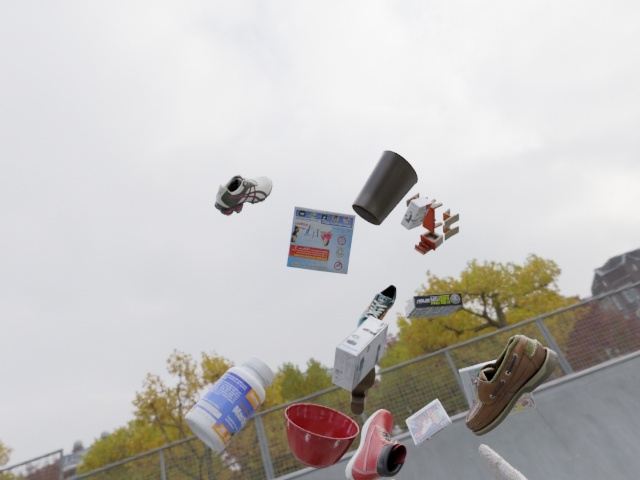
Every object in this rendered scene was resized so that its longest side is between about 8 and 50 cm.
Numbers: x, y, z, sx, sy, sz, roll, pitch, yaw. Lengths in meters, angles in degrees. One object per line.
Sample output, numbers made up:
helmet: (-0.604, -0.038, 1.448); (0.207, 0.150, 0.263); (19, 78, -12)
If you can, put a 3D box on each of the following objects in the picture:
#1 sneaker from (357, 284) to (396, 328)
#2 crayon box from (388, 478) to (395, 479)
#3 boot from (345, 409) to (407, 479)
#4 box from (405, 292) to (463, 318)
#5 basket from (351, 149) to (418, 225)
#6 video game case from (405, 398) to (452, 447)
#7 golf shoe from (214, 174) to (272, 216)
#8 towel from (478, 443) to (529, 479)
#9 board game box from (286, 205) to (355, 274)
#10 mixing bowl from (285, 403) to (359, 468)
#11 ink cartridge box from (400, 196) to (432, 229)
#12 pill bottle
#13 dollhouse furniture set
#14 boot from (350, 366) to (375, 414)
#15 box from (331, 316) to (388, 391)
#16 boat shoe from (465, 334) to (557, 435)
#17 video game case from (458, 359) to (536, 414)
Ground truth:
sneaker: (0.271, 0.321, 2.160); (0.302, 0.108, 0.121); (-46, -25, -40)
crayon box: (0.253, 0.915, 1.428); (0.081, 0.319, 0.202); (3, -73, -38)
boot: (0.184, 0.542, 1.226); (0.176, 0.088, 0.244); (-41, 3, 37)
box: (0.525, 0.309, 2.127); (0.217, 0.060, 0.270); (-4, -20, 1)
basket: (0.230, -0.179, 1.662); (0.226, 0.154, 0.204); (-54, -36, -10)
video game case: (0.478, 0.809, 2.020); (0.183, 0.023, 0.201); (-36, 8, 3)
golf shoe: (-0.275, -0.193, 1.695); (0.273, 0.105, 0.120); (-39, -30, -41)
towel: (0.589, 0.750, 1.364); (0.049, 0.187, 0.282); (-39, -66, -12)
board game box: (0.000, 0.000, 2.262); (0.309, 0.301, 0.086); (8, 0, -7)
mixing bowl: (-0.007, 0.475, 1.083); (0.182, 0.098, 0.181); (14, 0, 0)
ink cartridge box: (0.434, -0.122, 2.057); (0.099, 0.056, 0.135); (-19, -39, -39)
pill bottle: (-0.268, 0.492, 1.401); (0.272, 0.152, 0.152); (-45, -15, -35)
dollhouse furniture set: (0.524, -0.068, 2.200); (0.135, 0.262, 0.259); (-30, -48, -21)
boot: (0.189, 0.596, 2.009); (0.109, 0.220, 0.283); (4, -71, 8)
box: (0.160, 0.434, 1.770); (0.290, 0.087, 0.169); (-25, -54, -55)
boat shoe: (0.426, 0.343, 1.093); (0.307, 0.105, 0.111); (-63, -9, 27)
video game case: (0.650, 0.546, 1.667); (0.227, 0.206, 0.026); (-17, 3, 7)
